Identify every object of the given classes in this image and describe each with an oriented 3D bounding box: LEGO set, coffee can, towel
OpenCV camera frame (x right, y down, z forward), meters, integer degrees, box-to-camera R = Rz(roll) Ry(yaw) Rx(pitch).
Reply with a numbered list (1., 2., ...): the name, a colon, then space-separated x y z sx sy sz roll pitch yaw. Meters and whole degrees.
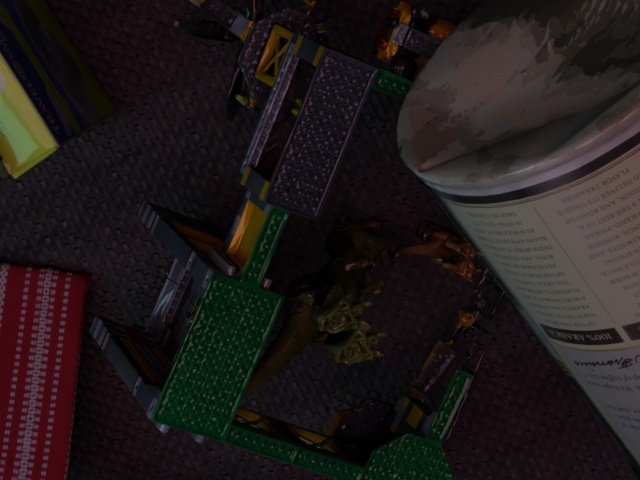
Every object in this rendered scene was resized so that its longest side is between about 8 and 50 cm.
1. LEGO set: 0.000 0.000 1.112 0.255 0.192 0.331 11 102 -23
2. coffee can: 0.198 -0.006 0.966 0.201 0.201 0.275 -32 119 12
3. towel: -0.298 0.103 1.156 0.275 0.031 0.199 4 69 -2

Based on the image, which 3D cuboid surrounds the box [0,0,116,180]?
1. box: -0.189 -0.103 1.079 0.042 0.178 0.109 -31 98 11
